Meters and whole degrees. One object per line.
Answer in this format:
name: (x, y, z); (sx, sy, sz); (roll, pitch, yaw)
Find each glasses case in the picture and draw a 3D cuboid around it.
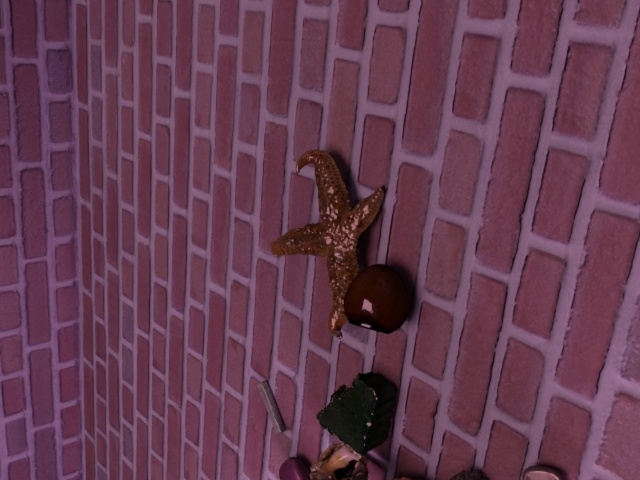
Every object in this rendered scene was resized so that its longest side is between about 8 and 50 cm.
glasses case: (-0.023, 0.797, 2.058); (0.316, 0.075, 0.123); (53, 132, 26)

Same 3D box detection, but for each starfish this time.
starfish: (0.000, 0.000, 1.793); (0.323, 0.082, 0.432); (29, 114, 27)

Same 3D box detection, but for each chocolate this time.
chocolate: (0.141, 0.140, 1.681); (0.176, 0.176, 0.177); (14, 109, 45)

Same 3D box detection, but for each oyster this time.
oyster: (0.052, 0.632, 1.824); (0.107, 0.354, 0.201); (44, 98, -7)

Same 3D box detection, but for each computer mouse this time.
computer mouse: (0.479, 0.513, 1.470); (0.096, 0.039, 0.066); (-10, 92, 41)

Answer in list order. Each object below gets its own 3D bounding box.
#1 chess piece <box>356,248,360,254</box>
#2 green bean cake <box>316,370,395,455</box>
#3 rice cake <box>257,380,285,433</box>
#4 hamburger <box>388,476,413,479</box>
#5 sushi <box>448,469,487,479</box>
chess piece: (0.069, 0.008, 1.807); (0.092, 0.035, 0.035); (39, 126, 30)
green bean cake: (0.095, 0.431, 1.822); (0.193, 0.107, 0.209); (30, 119, 42)
rice cake: (-0.155, 0.527, 2.177); (0.033, 0.029, 0.171); (-38, 72, 49)
hamburger: (0.196, 0.763, 1.681); (0.329, 0.250, 0.330); (16, 113, 42)
sushi: (0.358, 0.643, 1.560); (0.225, 0.136, 0.126); (51, 136, 24)
